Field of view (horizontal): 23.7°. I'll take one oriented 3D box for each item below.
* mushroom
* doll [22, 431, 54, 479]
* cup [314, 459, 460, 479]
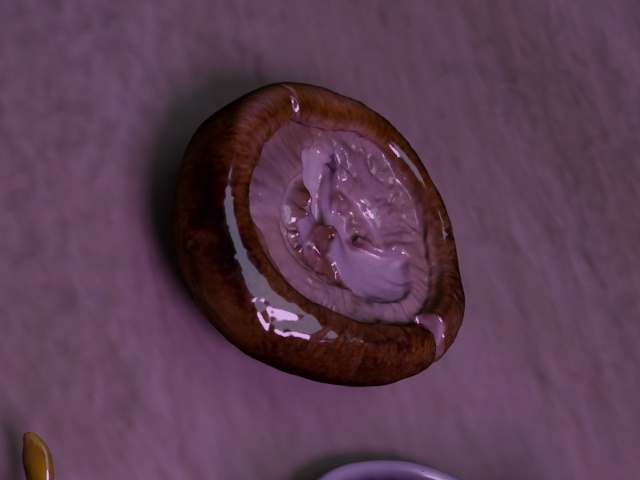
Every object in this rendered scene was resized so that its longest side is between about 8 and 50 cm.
[{"bbox_3d":[0.000,0.000,0.552,0.123,0.052,0.123,21,56,-34],"label":"mushroom"},{"bbox_3d":[-0.138,0.050,0.412,0.188,0.096,0.145,25,64,-35],"label":"doll"},{"bbox_3d":[0.052,0.129,0.497,0.133,0.099,0.136,2,69,-33],"label":"cup"}]
